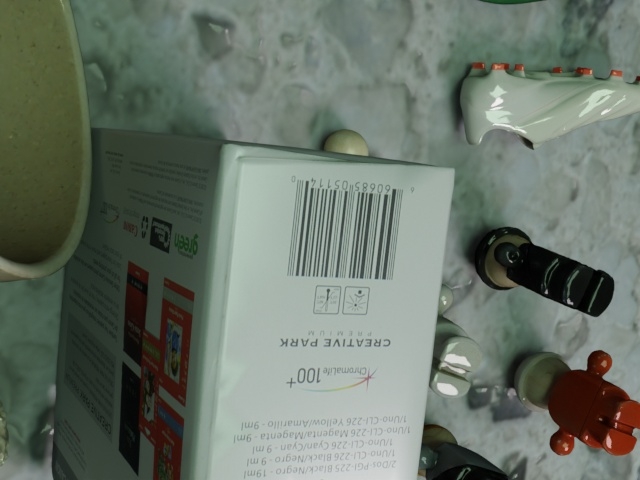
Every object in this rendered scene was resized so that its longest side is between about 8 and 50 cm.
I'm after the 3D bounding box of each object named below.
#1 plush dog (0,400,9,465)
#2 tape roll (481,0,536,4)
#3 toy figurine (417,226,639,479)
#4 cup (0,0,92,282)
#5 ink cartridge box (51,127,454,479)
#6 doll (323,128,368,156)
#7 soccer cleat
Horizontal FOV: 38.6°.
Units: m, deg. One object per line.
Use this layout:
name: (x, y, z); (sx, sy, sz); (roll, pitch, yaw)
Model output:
plush dog: (-0.312, 0.100, 0.502); (0.263, 0.225, 0.210); (-16, 105, -24)
tape roll: (0.176, -0.366, 0.768); (0.321, 0.077, 0.321); (-4, 100, -26)
toy figurine: (0.151, 0.112, 0.794); (0.210, 0.148, 0.213); (-27, 111, -15)
cup: (-0.287, -0.119, 0.462); (0.237, 0.331, 0.330); (-12, 104, 2)
ink cartridge box: (-0.070, 0.072, 0.575); (0.130, 0.309, 0.271); (4, 97, -27)
doll: (0.000, 0.000, 0.749); (0.129, 0.046, 0.188); (16, 90, -29)
soccer cleat: (0.215, -0.120, 0.834); (0.196, 0.068, 0.076); (-1, 103, -20)
